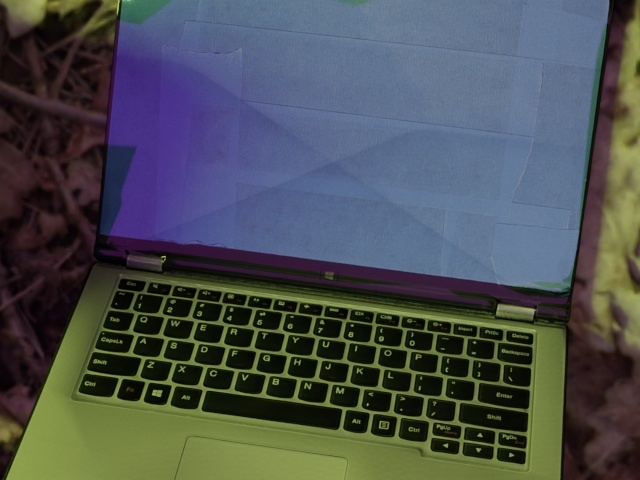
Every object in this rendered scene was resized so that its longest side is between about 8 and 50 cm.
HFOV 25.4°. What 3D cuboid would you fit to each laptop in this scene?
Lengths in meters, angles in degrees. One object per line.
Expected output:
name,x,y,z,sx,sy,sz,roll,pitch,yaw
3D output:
laptop,0.000,0.000,1.015,0.382,0.408,0.236,7,132,6
